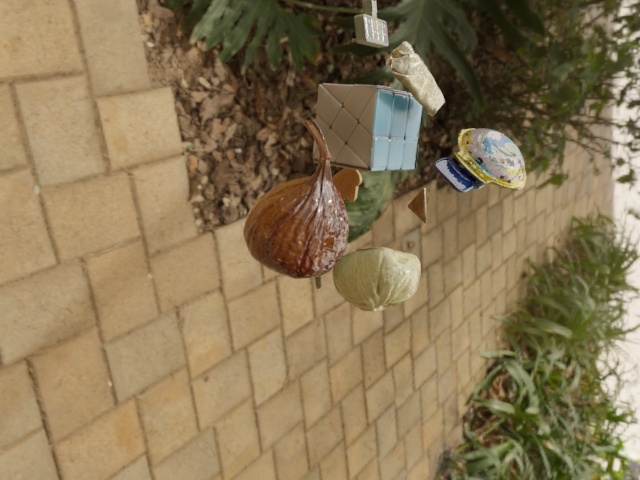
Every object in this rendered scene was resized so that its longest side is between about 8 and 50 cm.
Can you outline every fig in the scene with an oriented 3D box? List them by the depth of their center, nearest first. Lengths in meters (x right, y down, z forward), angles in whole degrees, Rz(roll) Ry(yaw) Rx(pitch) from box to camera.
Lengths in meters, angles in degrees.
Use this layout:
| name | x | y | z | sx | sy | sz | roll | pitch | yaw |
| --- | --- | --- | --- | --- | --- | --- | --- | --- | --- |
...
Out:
| name | x | y | z | sx | sy | sz | roll | pitch | yaw |
| --- | --- | --- | --- | --- | --- | --- | --- | --- | --- |
| fig | -0.010 | -0.053 | 0.775 | 0.146 | 0.133 | 0.201 | -28 | 148 | -61 |

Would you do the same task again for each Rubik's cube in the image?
| name | x | y | z | sx | sy | sz | roll | pitch | yaw |
| --- | --- | --- | --- | --- | --- | --- | --- | --- | --- |
| Rubik's cube | 0.136 | -0.323 | 1.687 | 0.224 | 0.221 | 0.231 | -9 | 109 | -46 |

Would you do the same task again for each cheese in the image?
| name | x | y | z | sx | sy | sz | roll | pitch | yaw |
| --- | --- | --- | --- | --- | --- | --- | --- | --- | --- |
| cheese | 0.296 | -0.141 | 1.065 | 0.250 | 0.157 | 0.064 | -27 | 159 | -41 |

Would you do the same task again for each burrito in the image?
| name | x | y | z | sx | sy | sz | roll | pitch | yaw |
| --- | --- | --- | --- | --- | --- | --- | --- | --- | --- |
| burrito | 0.258 | -0.408 | 1.536 | 0.082 | 0.059 | 0.275 | -49 | 142 | 5 |

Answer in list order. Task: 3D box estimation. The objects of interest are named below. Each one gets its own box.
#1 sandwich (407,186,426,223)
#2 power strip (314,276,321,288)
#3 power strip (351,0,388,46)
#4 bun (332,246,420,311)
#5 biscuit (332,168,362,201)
| name | x | y | z | sx | sy | sz | roll | pitch | yaw |
| --- | --- | --- | --- | --- | --- | --- | --- | --- | --- |
| sandwich | 0.220 | -0.079 | 1.334 | 0.031 | 0.043 | 0.084 | -14 | 100 | -82 |
| power strip | 0.000 | 0.000 | 1.558 | 0.198 | 0.064 | 0.213 | -103 | -175 | -64 |
| power strip | 0.165 | -0.729 | 1.970 | 0.215 | 0.061 | 0.145 | -25 | 112 | -62 |
| bun | 0.142 | 0.109 | 1.524 | 0.243 | 0.243 | 0.154 | 32 | 55 | -52 |
| biscuit | 0.086 | -0.183 | 2.013 | 0.118 | 0.140 | 0.023 | 60 | 25 | 13 |
